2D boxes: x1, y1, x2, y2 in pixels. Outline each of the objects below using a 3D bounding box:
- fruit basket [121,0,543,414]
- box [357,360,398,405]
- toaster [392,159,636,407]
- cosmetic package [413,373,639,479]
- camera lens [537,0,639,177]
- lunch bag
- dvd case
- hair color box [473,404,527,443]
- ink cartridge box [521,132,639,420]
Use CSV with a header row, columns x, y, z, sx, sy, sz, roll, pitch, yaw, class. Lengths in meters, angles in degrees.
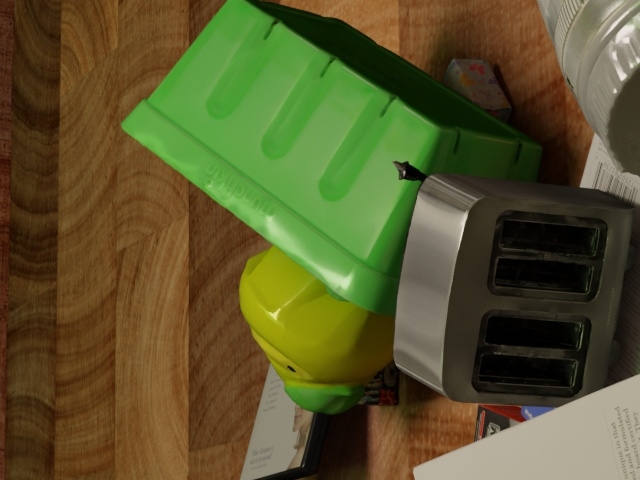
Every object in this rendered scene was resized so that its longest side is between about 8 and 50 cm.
x,y,z,sx,sy,sz,roll,pitch,yaw,class
0.000,0.000,1.756,0.392,0.283,0.392,-4,84,40,fruit basket
0.036,0.103,1.939,0.027,0.094,0.137,171,102,-66,box
0.145,0.036,1.438,0.110,0.185,0.168,-151,68,-69,toaster
0.249,0.170,1.242,0.365,0.197,0.155,-35,63,53,cosmetic package
0.259,-0.205,1.319,0.219,0.219,0.274,120,145,-46,camera lens
0.140,-0.122,1.787,0.083,0.053,0.071,112,147,-46,lunch bag
-0.019,0.148,2.057,0.180,0.022,0.253,-29,42,62,dvd case
0.185,0.193,1.644,0.141,0.043,0.072,-166,82,-65,hair color box
0.256,0.046,1.484,0.186,0.065,0.311,-131,52,-58,ink cartridge box
